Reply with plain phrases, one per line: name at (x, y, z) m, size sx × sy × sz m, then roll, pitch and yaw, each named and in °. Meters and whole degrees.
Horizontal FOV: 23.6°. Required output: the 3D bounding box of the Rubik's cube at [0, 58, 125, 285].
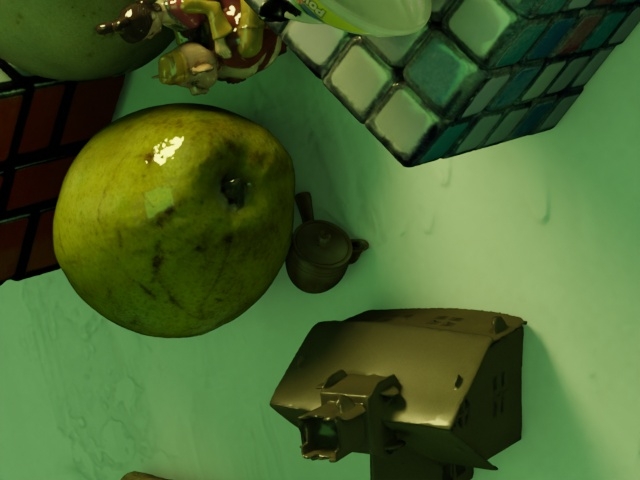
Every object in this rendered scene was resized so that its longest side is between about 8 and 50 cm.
Rubik's cube at (-0.435, -0.123, 1.755) m, size 0.288 × 0.293 × 0.283 m, roll 32°, pitch 115°, yaw 26°

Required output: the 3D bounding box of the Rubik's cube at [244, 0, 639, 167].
Rubik's cube at (0.126, -0.272, 1.339) m, size 0.293 × 0.287 × 0.292 m, roll 45°, pitch 120°, yaw 17°

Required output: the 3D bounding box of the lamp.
lamp at (-0.100, -0.209, 1.526) m, size 0.118 × 0.253 × 0.118 m, roll 25°, pitch 129°, yaw 35°

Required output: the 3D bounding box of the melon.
melon at (-0.260, -0.301, 1.585) m, size 0.268 × 0.330 × 0.268 m, roll -3°, pitch 80°, yaw 18°

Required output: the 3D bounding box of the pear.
pear at (-0.147, -0.025, 1.594) m, size 0.307 × 0.253 × 0.253 m, roll -20°, pitch 89°, yaw 57°

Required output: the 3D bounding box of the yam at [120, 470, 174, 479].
yam at (-0.089, 0.328, 1.745) m, size 0.356 × 0.081 × 0.081 m, roll 6°, pitch 103°, yaw 34°

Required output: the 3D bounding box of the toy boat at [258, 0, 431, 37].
toy boat at (-0.026, -0.252, 1.193) m, size 0.141 × 0.141 × 0.269 m, roll -33°, pitch 83°, yaw 35°

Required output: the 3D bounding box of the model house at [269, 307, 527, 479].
model house at (0.064, 0.185, 1.507) m, size 0.211 × 0.243 × 0.204 m, roll 3°, pitch 101°, yaw 33°

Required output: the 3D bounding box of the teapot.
teapot at (0.000, 0.000, 1.636) m, size 0.080 × 0.085 × 0.110 m, roll 110°, pitch 150°, yaw -49°
